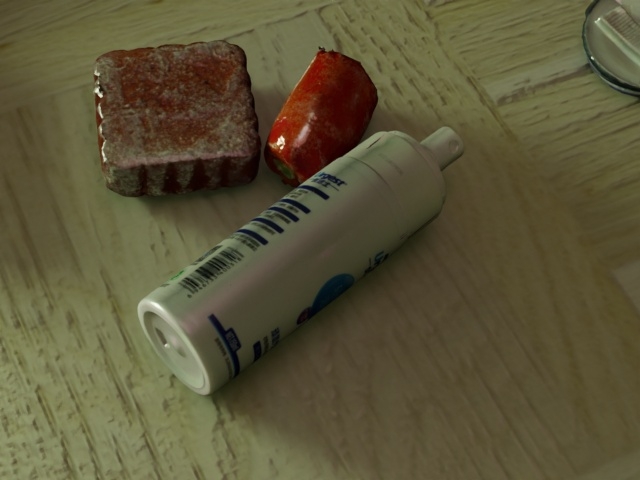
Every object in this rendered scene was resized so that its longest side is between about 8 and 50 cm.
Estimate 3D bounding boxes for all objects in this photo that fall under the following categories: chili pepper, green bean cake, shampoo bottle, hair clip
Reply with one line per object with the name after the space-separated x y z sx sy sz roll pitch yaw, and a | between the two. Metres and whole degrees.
0.000 -0.098 1.159 0.070 0.073 0.123 28 61 5 | chili pepper
-0.122 -0.101 1.159 0.135 0.056 0.136 -5 58 -9 | green bean cake
0.000 0.000 1.085 0.303 0.092 0.092 -36 67 -25 | shampoo bottle
0.304 -0.177 1.250 0.116 0.049 0.172 -33 63 -28 | hair clip
